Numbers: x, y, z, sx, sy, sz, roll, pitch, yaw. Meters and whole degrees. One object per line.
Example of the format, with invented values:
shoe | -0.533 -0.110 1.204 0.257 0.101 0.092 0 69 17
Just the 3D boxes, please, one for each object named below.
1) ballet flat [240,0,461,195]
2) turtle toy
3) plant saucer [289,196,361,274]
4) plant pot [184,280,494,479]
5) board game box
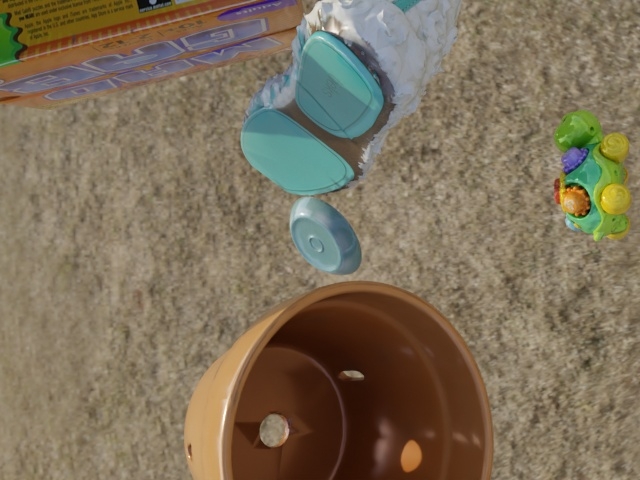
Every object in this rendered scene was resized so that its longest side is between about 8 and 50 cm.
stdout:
ballet flat | 0.029 -0.140 0.782 0.409 0.147 0.146 156 108 -73
turtle toy | 0.249 -0.061 0.753 0.066 0.095 0.130 -2 70 19
plant saucer | 0.000 0.000 1.049 0.119 0.021 0.119 30 141 28
plant pot | -0.006 0.191 0.807 0.203 0.291 0.290 -13 82 58
board game box | -0.225 -0.360 0.862 0.357 0.356 0.356 -13 96 3
